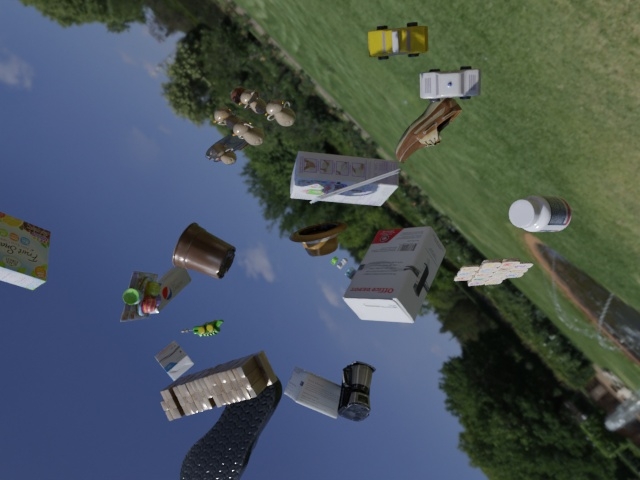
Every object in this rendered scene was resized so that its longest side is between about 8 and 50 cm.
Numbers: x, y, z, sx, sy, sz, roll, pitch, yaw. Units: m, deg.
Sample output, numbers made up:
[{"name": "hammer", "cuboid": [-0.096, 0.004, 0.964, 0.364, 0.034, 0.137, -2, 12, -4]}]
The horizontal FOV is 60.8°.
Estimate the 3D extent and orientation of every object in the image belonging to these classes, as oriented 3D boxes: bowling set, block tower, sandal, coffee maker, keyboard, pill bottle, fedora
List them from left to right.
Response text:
[{"name": "block tower", "cuboid": [-0.283, 0.392, 1.463, 0.090, 0.336, 0.097, 65, -153, -3]}, {"name": "sandal", "cuboid": [-0.237, 0.561, 1.549, 0.168, 0.445, 0.107, 37, -172, 23]}, {"name": "bowling set", "cuboid": [-0.239, -0.369, 1.597, 0.199, 0.287, 0.154, 57, -169, 12]}, {"name": "fedora", "cuboid": [0.000, 0.000, 1.658, 0.194, 0.195, 0.079, -89, -13, -78]}, {"name": "keyboard", "cuboid": [0.095, -0.148, 1.473, 0.014, 0.256, 0.072, 71, 162, -4]}, {"name": "coffee maker", "cuboid": [0.129, 0.555, 1.973, 0.171, 0.120, 0.178, 93, -173, -47]}, {"name": "pill bottle", "cuboid": [0.639, -0.079, 1.594, 0.180, 0.107, 0.108, -1, -141, -37]}]

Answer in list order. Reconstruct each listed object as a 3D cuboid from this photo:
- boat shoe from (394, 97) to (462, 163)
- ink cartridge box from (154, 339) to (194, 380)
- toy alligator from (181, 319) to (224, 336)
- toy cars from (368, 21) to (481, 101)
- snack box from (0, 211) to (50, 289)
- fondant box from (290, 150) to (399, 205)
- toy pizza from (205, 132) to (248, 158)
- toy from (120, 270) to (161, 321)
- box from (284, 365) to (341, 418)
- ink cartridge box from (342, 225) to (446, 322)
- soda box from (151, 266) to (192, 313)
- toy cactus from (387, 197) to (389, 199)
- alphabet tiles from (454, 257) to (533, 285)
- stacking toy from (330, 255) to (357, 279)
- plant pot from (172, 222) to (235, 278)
[{"name": "boat shoe", "cuboid": [0.428, -0.434, 2.169, 0.120, 0.324, 0.123, 44, -165, 16]}, {"name": "ink cartridge box", "cuboid": [-0.611, 0.485, 2.252, 0.180, 0.104, 0.060, 26, 151, 50]}, {"name": "toy alligator", "cuboid": [-0.453, 0.352, 2.125, 0.056, 0.190, 0.051, -40, -68, -71]}, {"name": "toy cars", "cuboid": [0.314, -0.542, 1.669, 0.394, 0.176, 0.087, 38, -156, 0]}, {"name": "snack box", "cuboid": [-0.860, 0.022, 1.502, 0.207, 0.070, 0.174, 33, -143, -48]}, {"name": "fondant box", "cuboid": [0.074, -0.202, 1.835, 0.331, 0.096, 0.238, 4, 168, -7]}, {"name": "toy pizza", "cuboid": [-0.352, -0.363, 2.120, 0.032, 0.201, 0.201, 63, 179, -30]}, {"name": "toy", "cuboid": [-0.488, 0.161, 1.544, 0.056, 0.136, 0.237, 11, 174, 4]}, {"name": "box", "cuboid": [-0.019, 0.578, 2.092, 0.182, 0.118, 0.181, 27, 167, -14]}, {"name": "ink cartridge box", "cuboid": [0.216, 0.098, 1.586, 0.197, 0.272, 0.114, -4, 134, 45]}, {"name": "soda box", "cuboid": [-0.560, 0.176, 1.964, 0.216, 0.074, 0.069, -54, -53, -54]}, {"name": "toy cactus", "cuboid": [0.203, -0.228, 2.392, 0.219, 0.181, 0.112, 26, -138, -47]}, {"name": "alphabet tiles", "cuboid": [0.689, 0.129, 2.183, 0.284, 0.278, 0.021, 88, 179, -68]}, {"name": "stacking toy", "cuboid": [0.131, 0.134, 2.229, 0.167, 0.052, 0.221, 42, -178, 15]}, {"name": "plant pot", "cuboid": [-0.392, 0.045, 1.878, 0.165, 0.166, 0.167, 23, -174, 7]}]
